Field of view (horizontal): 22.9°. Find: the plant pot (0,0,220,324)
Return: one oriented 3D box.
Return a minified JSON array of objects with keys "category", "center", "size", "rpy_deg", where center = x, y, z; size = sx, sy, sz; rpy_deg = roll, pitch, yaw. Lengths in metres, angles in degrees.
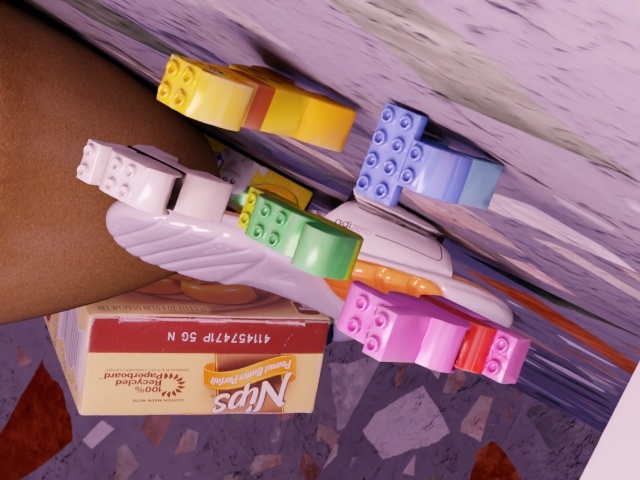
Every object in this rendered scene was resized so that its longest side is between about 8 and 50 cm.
[{"category":"plant pot","center":[-0.195,-0.043,1.055],"size":[0.237,0.237,0.254],"rpy_deg":[26,-169,42]}]

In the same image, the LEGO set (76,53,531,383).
[{"category":"LEGO set","center":[-0.019,-0.028,0.644],"size":[0.227,0.087,0.093],"rpy_deg":[26,-169,37]}]

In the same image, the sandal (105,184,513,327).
[{"category":"sandal","center":[0.002,-0.004,0.986],"size":[0.265,0.076,0.102],"rpy_deg":[17,157,-11]}]

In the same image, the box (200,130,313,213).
[{"category":"box","center":[-0.093,-0.061,1.251],"size":[0.179,0.043,0.105],"rpy_deg":[30,177,1]}]

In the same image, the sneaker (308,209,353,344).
[{"category":"sneaker","center":[0.035,0.023,1.220],"size":[0.094,0.090,0.235],"rpy_deg":[-9,169,-11]}]

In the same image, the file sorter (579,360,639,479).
[{"category":"file sorter","center":[0.200,0.196,0.654],"size":[0.193,0.278,0.173],"rpy_deg":[26,178,40]}]

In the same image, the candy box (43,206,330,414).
[{"category":"candy box","center":[-0.130,0.029,1.274],"size":[0.183,0.088,0.316],"rpy_deg":[3,-157,-21]}]
